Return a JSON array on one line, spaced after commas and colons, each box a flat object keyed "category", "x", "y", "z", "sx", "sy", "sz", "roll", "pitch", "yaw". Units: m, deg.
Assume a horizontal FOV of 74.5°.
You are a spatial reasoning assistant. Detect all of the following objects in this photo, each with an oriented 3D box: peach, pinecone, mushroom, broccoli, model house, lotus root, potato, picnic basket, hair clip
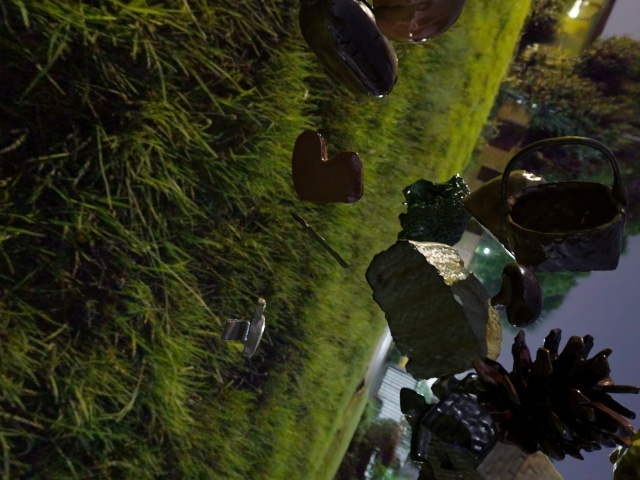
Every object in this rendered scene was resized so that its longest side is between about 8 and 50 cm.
[{"category": "peach", "x": 0.181, "y": -0.466, "z": 0.796, "sx": 0.184, "sy": 0.184, "sz": 0.184, "roll": -59, "pitch": 166, "yaw": -25}, {"category": "pinecone", "x": 0.374, "y": 0.238, "z": 0.668, "sx": 0.201, "sy": 0.228, "sz": 0.203, "roll": -41, "pitch": -126, "yaw": 48}, {"category": "mushroom", "x": 0.377, "y": 0.105, "z": 0.811, "sx": 0.127, "sy": 0.087, "sz": 0.127, "roll": -6, "pitch": 90, "yaw": -78}, {"category": "broccoli", "x": 0.470, "y": -0.110, "z": 1.740, "sx": 0.413, "sy": 0.320, "sz": 0.310, "roll": -15, "pitch": 102, "yaw": -68}, {"category": "model house", "x": 0.288, "y": 0.435, "z": 0.901, "sx": 0.243, "sy": 0.284, "sz": 0.298, "roll": -21, "pitch": 170, "yaw": -32}, {"category": "lotus root", "x": 0.081, "y": -0.559, "z": 1.182, "sx": 0.397, "sy": 0.179, "sz": 0.196, "roll": 35, "pitch": 72, "yaw": -40}, {"category": "potato", "x": 0.656, "y": -0.107, "z": 1.416, "sx": 0.237, "sy": 0.301, "sz": 0.288, "roll": -44, "pitch": 166, "yaw": 15}, {"category": "picnic basket", "x": 0.619, "y": -0.113, "z": 1.088, "sx": 0.337, "sy": 0.292, "sz": 0.338, "roll": -6, "pitch": 90, "yaw": -67}, {"category": "hair clip", "x": -0.189, "y": 0.228, "z": 1.114, "sx": 0.218, "sy": 0.071, "sz": 0.159, "roll": 75, "pitch": 34, "yaw": -78}]

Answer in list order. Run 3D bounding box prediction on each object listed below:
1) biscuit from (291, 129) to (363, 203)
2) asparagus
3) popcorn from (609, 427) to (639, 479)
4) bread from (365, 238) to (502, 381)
[{"category": "biscuit", "x": 0.016, "y": -0.187, "z": 1.069, "sx": 0.036, "sy": 0.192, "sz": 0.186, "roll": -19, "pitch": 111, "yaw": -69}, {"category": "asparagus", "x": 0.000, "y": 0.000, "z": 1.332, "sx": 0.025, "sy": 0.248, "sz": 0.024, "roll": -41, "pitch": -168, "yaw": 22}, {"category": "popcorn", "x": 0.664, "y": 0.467, "z": 0.768, "sx": 0.242, "sy": 0.234, "sz": 0.250, "roll": 54, "pitch": 44, "yaw": -29}, {"category": "bread", "x": 0.328, "y": 0.167, "z": 1.201, "sx": 0.239, "sy": 0.396, "sz": 0.264, "roll": -30, "pitch": 174, "yaw": 39}]
